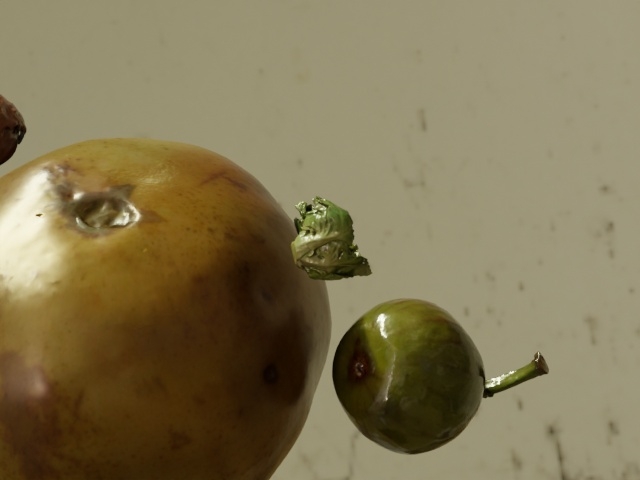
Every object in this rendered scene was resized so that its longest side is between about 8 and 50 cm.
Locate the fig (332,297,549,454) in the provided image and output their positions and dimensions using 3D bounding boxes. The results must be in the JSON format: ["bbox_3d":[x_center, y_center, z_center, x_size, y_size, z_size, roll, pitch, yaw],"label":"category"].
[{"bbox_3d":[0.100,0.127,1.406,0.148,0.142,0.186,-55,-30,12],"label":"fig"}]

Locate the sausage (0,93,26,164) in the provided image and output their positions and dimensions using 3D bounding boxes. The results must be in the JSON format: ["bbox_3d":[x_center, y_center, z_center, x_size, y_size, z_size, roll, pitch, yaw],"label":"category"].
[{"bbox_3d":[-0.298,-0.077,1.170,0.141,0.076,0.076,-22,-21,28],"label":"sausage"}]

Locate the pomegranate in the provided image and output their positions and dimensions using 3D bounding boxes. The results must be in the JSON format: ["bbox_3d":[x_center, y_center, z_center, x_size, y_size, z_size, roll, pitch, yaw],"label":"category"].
[{"bbox_3d":[-0.195,0.105,1.439,0.417,0.416,0.416,-6,-15,-2],"label":"pomegranate"}]

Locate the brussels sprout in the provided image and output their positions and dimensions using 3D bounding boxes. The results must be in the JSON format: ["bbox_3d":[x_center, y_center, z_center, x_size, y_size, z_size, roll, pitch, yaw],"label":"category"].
[{"bbox_3d":[0.000,0.000,1.273,0.058,0.085,0.085,-25,-14,-6],"label":"brussels sprout"}]
